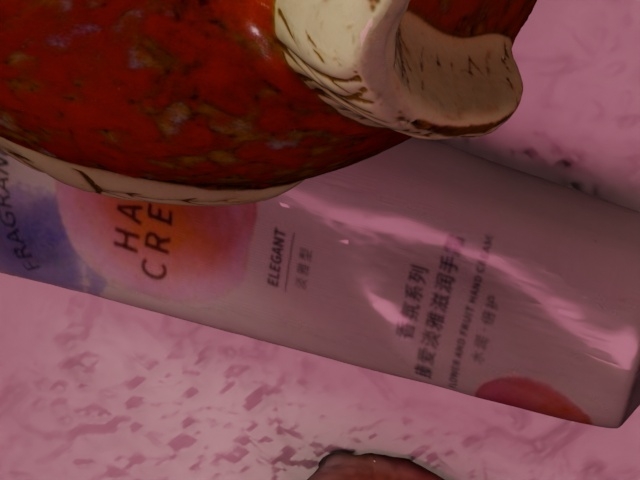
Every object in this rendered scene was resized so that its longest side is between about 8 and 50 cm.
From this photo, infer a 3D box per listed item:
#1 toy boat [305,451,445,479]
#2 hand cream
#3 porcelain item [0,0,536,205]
[{"bbox_3d":[0.036,0.225,0.617,0.206,0.282,0.096,40,122,-13],"label":"toy boat"},{"bbox_3d":[0.000,0.000,0.618,0.340,0.078,0.124,15,124,8],"label":"hand cream"},{"bbox_3d":[-0.048,-0.108,0.462,0.253,0.253,0.253,5,122,8],"label":"porcelain item"}]
